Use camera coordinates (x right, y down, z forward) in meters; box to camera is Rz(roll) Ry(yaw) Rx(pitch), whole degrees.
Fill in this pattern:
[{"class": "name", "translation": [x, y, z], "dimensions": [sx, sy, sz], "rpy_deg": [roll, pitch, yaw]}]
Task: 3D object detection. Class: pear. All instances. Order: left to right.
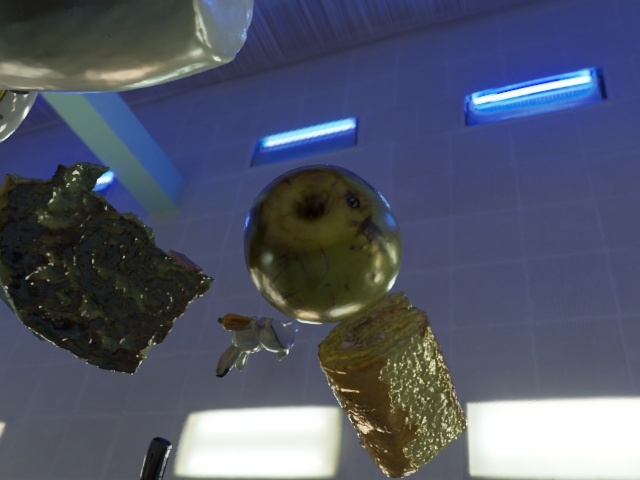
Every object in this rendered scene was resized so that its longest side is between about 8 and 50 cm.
[{"class": "pear", "translation": [0.000, 0.000, 1.014], "dimensions": [0.283, 0.284, 0.284], "rpy_deg": [-14, -131, 17]}]

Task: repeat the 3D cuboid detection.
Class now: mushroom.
[{"class": "mushroom", "translation": [-0.189, -0.152, 0.340], "dimensions": [0.328, 0.122, 0.159], "rpy_deg": [-5, -105, 14]}]

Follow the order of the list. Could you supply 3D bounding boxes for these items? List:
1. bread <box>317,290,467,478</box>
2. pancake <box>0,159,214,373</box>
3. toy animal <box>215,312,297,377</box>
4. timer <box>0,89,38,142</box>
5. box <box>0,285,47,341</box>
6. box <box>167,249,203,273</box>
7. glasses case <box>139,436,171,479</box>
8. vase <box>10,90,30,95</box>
[{"class": "bread", "translation": [0.153, 0.311, 1.278], "dimensions": [0.236, 0.376, 0.165], "rpy_deg": [-32, -146, -8]}, {"class": "pancake", "translation": [-0.394, 0.051, 1.061], "dimensions": [0.304, 0.427, 0.067], "rpy_deg": [-35, -147, 4]}, {"class": "toy animal", "translation": [-0.150, 0.212, 1.271], "dimensions": [0.181, 0.131, 0.127], "rpy_deg": [-13, -100, 30]}, {"class": "timer", "translation": [-0.734, -0.341, 1.219], "dimensions": [0.285, 0.285, 0.285], "rpy_deg": [-14, -131, 17]}, {"class": "box", "translation": [-0.636, 0.117, 1.405], "dimensions": [0.130, 0.227, 0.162], "rpy_deg": [-41, -168, -12]}, {"class": "box", "translation": [-0.434, 0.103, 1.886], "dimensions": [0.156, 0.060, 0.111], "rpy_deg": [26, -91, 46]}, {"class": "glasses case", "translation": [-0.235, 0.318, 0.862], "dimensions": [0.033, 0.023, 0.083], "rpy_deg": [15, -91, 32]}, {"class": "vase", "translation": [-0.263, -0.217, 0.641], "dimensions": [0.120, 0.120, 0.183], "rpy_deg": [4, -140, 29]}]
